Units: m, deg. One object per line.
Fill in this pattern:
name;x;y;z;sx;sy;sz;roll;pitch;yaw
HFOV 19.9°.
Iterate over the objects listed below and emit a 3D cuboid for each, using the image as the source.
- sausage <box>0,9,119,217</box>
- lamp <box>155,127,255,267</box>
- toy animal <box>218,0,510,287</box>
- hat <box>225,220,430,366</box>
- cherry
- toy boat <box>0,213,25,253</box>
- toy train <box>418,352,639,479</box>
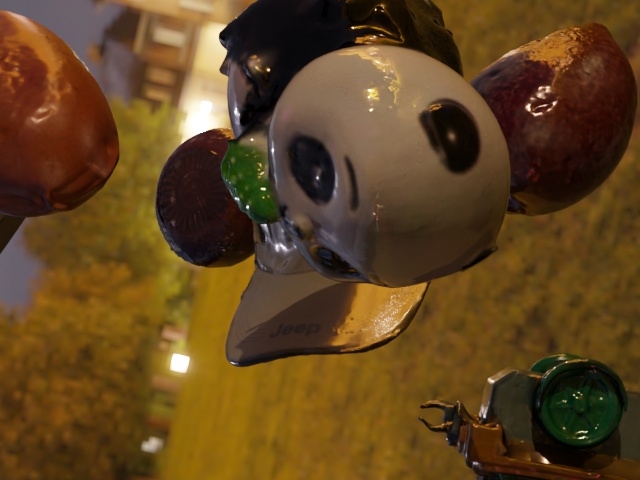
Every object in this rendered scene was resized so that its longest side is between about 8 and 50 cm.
sausage;-0.242;-0.107;1.466;0.258;0.133;0.133;46;128;52
lamp;-0.103;-0.043;2.020;0.135;0.157;0.156;19;-80;-57
toy animal;0.026;-0.077;1.418;0.266;0.213;0.212;-109;28;-51
hat;0.000;0.000;1.702;0.244;0.214;0.149;-55;-48;-61
cherry;0.278;-0.149;2.266;0.300;0.203;0.230;-50;7;-15
toy boat;-0.445;-0.018;2.269;0.295;0.129;0.088;-57;32;-8
toy train;0.295;0.243;1.697;0.178;0.429;0.249;88;-168;-89
